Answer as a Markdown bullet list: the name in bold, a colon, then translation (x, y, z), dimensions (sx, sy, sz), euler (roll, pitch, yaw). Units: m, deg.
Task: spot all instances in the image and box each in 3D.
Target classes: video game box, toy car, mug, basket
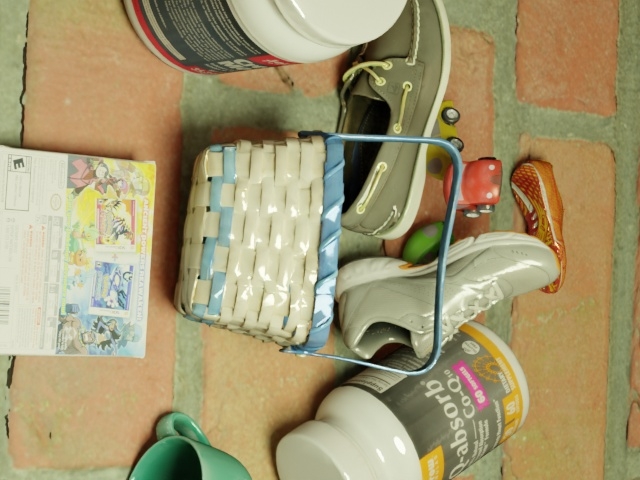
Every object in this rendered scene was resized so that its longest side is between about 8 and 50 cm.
- **video game box**: translation (-0.257, 0.014, 1.547), dimensions (0.187, 0.048, 0.205), euler (5, 88, -37)
- **toy car**: translation (0.136, -0.030, 1.812), dimensions (0.053, 0.239, 0.225), euler (6, 115, -15)
- **mug**: translation (-0.125, 0.265, 1.603), dimensions (0.097, 0.129, 0.158), euler (28, 73, -39)
- **basket**: translation (0.000, 0.000, 1.634), dimensions (0.289, 0.201, 0.255), euler (8, 85, -7)

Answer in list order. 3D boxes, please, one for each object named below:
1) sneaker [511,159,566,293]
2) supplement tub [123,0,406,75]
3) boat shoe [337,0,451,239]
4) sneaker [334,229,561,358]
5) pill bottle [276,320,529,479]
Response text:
- **sneaker**: translation (0.292, -0.018, 1.979), dimensions (0.067, 0.064, 0.175), euler (-18, 105, -47)
- **supplement tub**: translation (-0.058, -0.269, 1.559), dimensions (0.191, 0.272, 0.191), euler (-1, 91, -38)
- **boat shoe**: translation (0.073, -0.156, 1.771), dimensions (0.091, 0.109, 0.305), euler (10, 88, -43)
- **sneaker**: translation (0.144, 0.074, 1.735), dimensions (0.099, 0.262, 0.121), euler (59, 23, -48)
- **pill bottle**: translation (0.094, 0.213, 1.757), dimensions (0.278, 0.162, 0.162), euler (-30, 109, -35)
